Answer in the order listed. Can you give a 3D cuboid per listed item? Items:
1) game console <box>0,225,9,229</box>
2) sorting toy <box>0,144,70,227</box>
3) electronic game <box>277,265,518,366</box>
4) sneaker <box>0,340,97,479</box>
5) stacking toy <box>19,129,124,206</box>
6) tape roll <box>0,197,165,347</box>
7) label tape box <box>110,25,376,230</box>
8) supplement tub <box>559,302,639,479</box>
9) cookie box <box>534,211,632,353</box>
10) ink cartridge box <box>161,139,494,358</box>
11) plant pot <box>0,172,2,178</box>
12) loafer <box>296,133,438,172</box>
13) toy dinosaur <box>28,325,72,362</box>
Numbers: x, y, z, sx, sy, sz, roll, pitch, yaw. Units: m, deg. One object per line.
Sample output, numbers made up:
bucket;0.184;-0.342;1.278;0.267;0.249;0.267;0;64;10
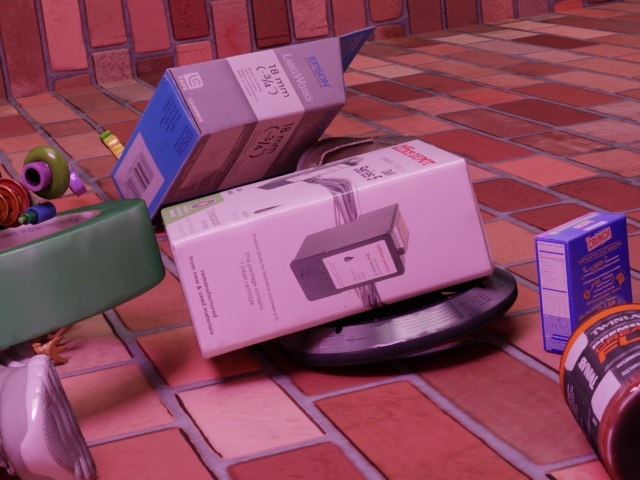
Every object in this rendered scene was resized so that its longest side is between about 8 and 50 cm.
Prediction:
game console;-0.376;-0.034;1.394;0.107;0.071;0.122;-37;52;4
sorting toy;-0.275;-0.042;1.335;0.102;0.061;0.042;-37;-4;31
electronic game;0.072;0.068;1.353;0.229;0.048;0.229;-14;11;3
sneaker;-0.254;0.151;1.133;0.115;0.105;0.281;-24;10;-17
stacking toy;-0.344;-0.083;2.013;0.167;0.052;0.221;-36;13;-6
tape roll;-0.304;0.041;1.308;0.321;0.077;0.321;-15;8;2
label tape box;-0.079;-0.146;1.897;0.334;0.106;0.240;-17;-21;-34
supplement tub;0.227;0.107;1.017;0.106;0.106;0.198;-7;14;-1
cookie box;0.234;0.037;1.277;0.092;0.107;0.040;-20;19;-41
ink cartridge box;0.000;0.000;1.350;0.273;0.114;0.198;-16;12;-6
plant pot;-0.410;-0.033;1.548;0.166;0.165;0.234;-13;-13;-21
loafer;0.069;-0.098;1.903;0.087;0.094;0.251;1;16;44
toy dinosaur;-0.304;0.099;1.422;0.112;0.064;0.211;-12;6;36
